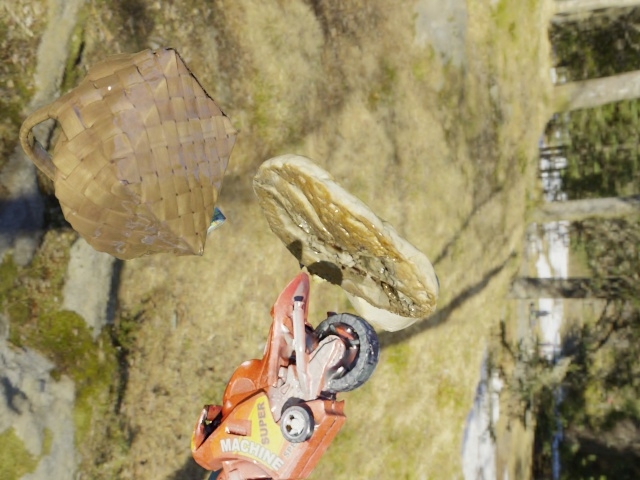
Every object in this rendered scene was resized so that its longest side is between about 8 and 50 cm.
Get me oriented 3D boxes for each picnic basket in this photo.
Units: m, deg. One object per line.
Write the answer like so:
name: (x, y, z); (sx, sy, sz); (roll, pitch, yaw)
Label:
picnic basket: (-0.341, -0.132, 1.124); (0.293, 0.337, 0.337); (52, 42, -49)

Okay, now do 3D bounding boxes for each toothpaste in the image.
toothpaste: (-0.328, -0.031, 1.841); (0.164, 0.034, 0.046); (-36, 84, -34)

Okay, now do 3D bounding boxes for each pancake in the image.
pancake: (0.041, -0.001, 1.139); (0.082, 0.386, 0.387); (-51, 140, -15)

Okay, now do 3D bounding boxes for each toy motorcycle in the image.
toy motorcycle: (-0.053, 0.195, 0.784); (0.089, 0.171, 0.298); (27, 96, -47)

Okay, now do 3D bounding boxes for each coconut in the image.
coconut: (0.190, 0.121, 1.845); (0.247, 0.244, 0.245); (51, -15, 55)

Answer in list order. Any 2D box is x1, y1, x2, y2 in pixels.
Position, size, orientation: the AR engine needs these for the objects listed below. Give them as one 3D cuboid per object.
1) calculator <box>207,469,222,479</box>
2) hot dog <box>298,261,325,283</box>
calculator: (-0.174, 0.471, 1.188); (0.039, 0.121, 0.210); (14, 111, -37)
hot dog: (0.000, 0.000, 1.676); (0.103, 0.146, 0.213); (-163, -128, -74)
